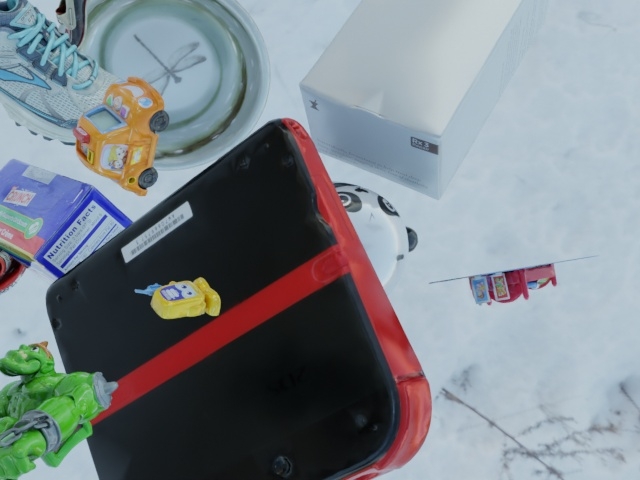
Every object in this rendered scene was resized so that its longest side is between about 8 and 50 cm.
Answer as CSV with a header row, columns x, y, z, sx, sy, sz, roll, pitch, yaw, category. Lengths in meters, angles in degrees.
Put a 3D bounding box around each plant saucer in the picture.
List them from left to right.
x,y,z,sx,sy,sz,roll,pitch,yaw,category
-0.298,-0.325,1.529,0.400,0.100,0.400,-5,127,-7,plant saucer

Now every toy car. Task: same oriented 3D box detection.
x,y,z,sx,sy,sz,roll,pitch,yaw,category
-0.084,-0.023,0.385,0.040,0.122,0.060,-9,145,-42,toy car

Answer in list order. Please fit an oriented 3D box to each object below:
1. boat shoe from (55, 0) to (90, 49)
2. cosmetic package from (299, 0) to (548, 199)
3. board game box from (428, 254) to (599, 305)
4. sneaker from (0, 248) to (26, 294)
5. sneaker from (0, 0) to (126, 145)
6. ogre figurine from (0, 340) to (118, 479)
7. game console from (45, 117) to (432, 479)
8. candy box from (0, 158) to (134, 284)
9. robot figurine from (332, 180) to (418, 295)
x,y,z,sx,sy,sz,roll,pitch,yaw,category
-0.349,-0.324,1.129,0.043,0.137,0.049,-10,60,-30,boat shoe
0.161,-0.273,1.154,0.217,0.156,0.385,26,68,21,cosmetic package
0.194,0.045,0.811,0.169,0.133,0.033,-8,85,-7,board game box
-0.484,0.006,1.300,0.270,0.145,0.090,-46,116,-37,sneaker
-0.329,-0.203,0.907,0.283,0.110,0.122,19,133,-10,sneaker
-0.241,0.142,0.624,0.118,0.197,0.097,-29,82,-48,ogre figurine
-0.104,0.115,0.808,0.386,0.060,0.342,-32,69,25,game console
-0.297,0.041,1.117,0.122,0.268,0.317,-54,129,-15,candy box
0.002,-0.002,1.109,0.209,0.278,0.173,-43,114,-14,robot figurine
